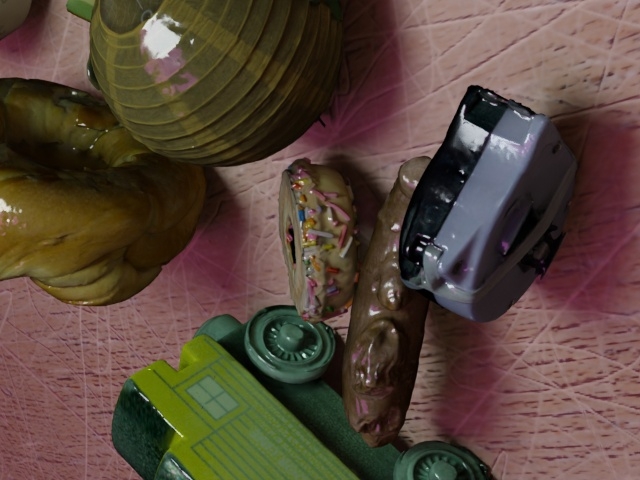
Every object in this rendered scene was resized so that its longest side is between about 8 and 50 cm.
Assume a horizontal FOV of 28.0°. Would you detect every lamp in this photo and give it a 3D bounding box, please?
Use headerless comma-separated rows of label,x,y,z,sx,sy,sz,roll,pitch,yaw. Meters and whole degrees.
lamp,-0.079,-0.182,1.228,0.250,0.284,0.250,-18,59,34

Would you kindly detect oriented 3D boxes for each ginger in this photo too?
ginger,0.066,0.064,1.245,0.080,0.166,0.333,5,108,0

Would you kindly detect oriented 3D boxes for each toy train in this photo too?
toy train,-0.027,0.261,1.381,0.442,0.272,0.179,41,139,23

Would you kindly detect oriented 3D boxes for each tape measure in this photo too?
tape measure,0.147,-0.021,1.102,0.107,0.181,0.182,28,94,29

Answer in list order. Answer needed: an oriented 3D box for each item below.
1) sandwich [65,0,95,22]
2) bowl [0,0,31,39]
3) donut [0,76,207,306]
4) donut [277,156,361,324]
sandwich,-0.220,-0.283,1.472,0.116,0.074,0.074,26,138,-9
bowl,-0.431,-0.342,1.567,0.237,0.126,0.238,24,128,35
donut,-0.305,-0.061,1.452,0.360,0.360,0.170,33,118,29
donut,0.000,0.000,1.309,0.174,0.068,0.175,173,90,-80
